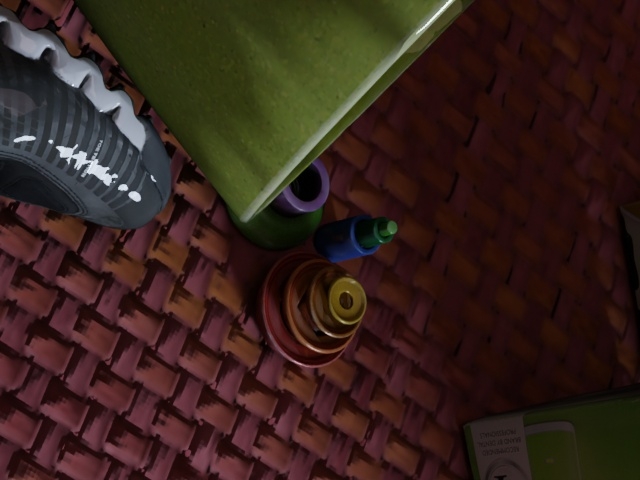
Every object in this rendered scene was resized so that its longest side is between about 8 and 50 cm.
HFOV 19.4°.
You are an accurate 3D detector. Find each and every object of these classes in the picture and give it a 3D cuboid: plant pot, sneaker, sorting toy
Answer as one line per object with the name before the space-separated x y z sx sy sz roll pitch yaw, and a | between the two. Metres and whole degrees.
plant pot | -0.034 -0.206 0.665 0.293 0.275 0.275 45 54 -1
sneaker | -0.159 -0.045 0.629 0.234 0.078 0.106 31 66 -27
sorting toy | 0.000 0.000 0.768 0.061 0.042 0.102 -10 86 -40

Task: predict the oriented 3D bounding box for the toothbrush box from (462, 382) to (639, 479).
toothbrush box | 0.194 0.194 0.777 0.122 0.206 0.283 -8 86 -41

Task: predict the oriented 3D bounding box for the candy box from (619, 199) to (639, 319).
candy box | 0.237 0.080 0.869 0.071 0.159 0.233 -3 81 -41
